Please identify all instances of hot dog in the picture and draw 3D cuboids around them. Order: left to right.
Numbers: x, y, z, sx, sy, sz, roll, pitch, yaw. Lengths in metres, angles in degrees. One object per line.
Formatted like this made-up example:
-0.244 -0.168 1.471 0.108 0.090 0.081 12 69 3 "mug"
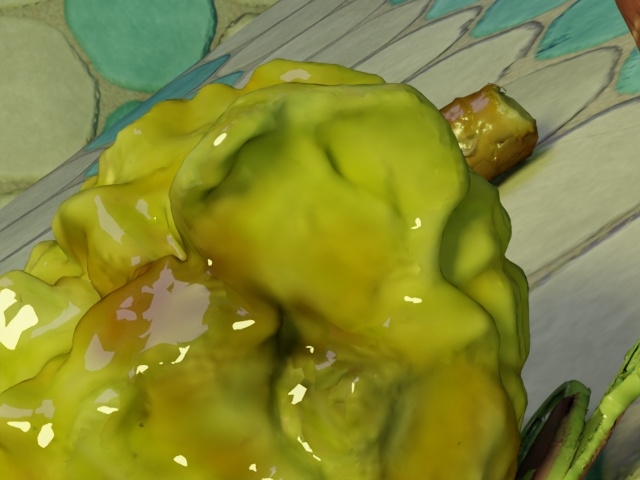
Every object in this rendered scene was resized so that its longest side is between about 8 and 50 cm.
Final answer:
0.000 0.000 1.134 0.289 0.068 0.083 -35 5 -2 "hot dog"

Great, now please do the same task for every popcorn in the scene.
-0.026 0.051 0.656 0.235 0.181 0.217 -59 3 -22 "popcorn"

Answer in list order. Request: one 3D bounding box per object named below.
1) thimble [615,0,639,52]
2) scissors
0.215 -0.155 0.940 0.163 0.125 0.189 -24 -8 9 "thimble"
0.074 0.087 0.655 0.187 0.020 0.133 -50 -2 -40 "scissors"
